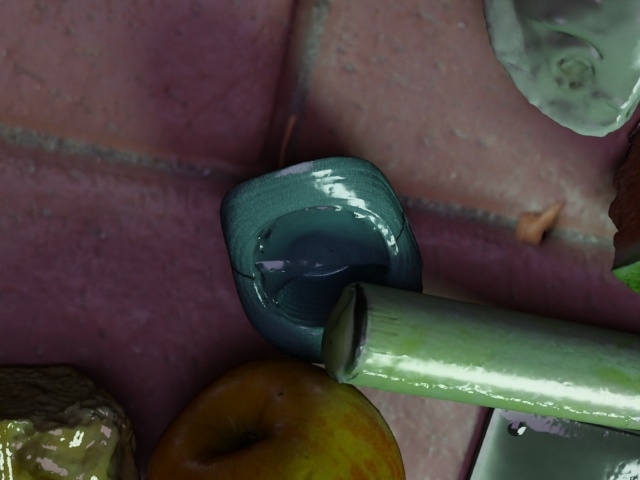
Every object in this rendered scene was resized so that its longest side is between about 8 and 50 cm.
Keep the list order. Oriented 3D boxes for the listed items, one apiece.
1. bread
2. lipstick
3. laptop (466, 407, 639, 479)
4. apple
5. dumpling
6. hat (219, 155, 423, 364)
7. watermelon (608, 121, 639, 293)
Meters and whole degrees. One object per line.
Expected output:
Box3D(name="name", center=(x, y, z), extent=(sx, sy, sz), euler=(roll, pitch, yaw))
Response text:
Box3D(name="bread", center=(-0.201, 0.226, 1.206), extent=(0.152, 0.130, 0.268), euler=(8, 113, 34))
Box3D(name="lipstick", center=(0.149, 0.088, 1.171), extent=(0.304, 0.076, 0.076), euler=(10, 108, -20))
Box3D(name="laptop", center=(0.239, 0.236, 1.288), extent=(0.269, 0.015, 0.188), euler=(14, 107, -8))
Box3D(name="apple", center=(-0.033, 0.178, 1.176), extent=(0.195, 0.160, 0.173), euler=(-15, 129, 15))
Box3D(name="dumpling", center=(0.198, -0.184, 1.110), extent=(0.108, 0.152, 0.219), euler=(11, 100, -50))
Box3D(name="hat", center=(0.000, 0.000, 1.169), extent=(0.138, 0.078, 0.191), euler=(-12, 128, 6))
Box3D(name="watermelon", center=(0.317, -0.037, 1.163), extent=(0.231, 0.128, 0.146), euler=(-44, 123, 9))
